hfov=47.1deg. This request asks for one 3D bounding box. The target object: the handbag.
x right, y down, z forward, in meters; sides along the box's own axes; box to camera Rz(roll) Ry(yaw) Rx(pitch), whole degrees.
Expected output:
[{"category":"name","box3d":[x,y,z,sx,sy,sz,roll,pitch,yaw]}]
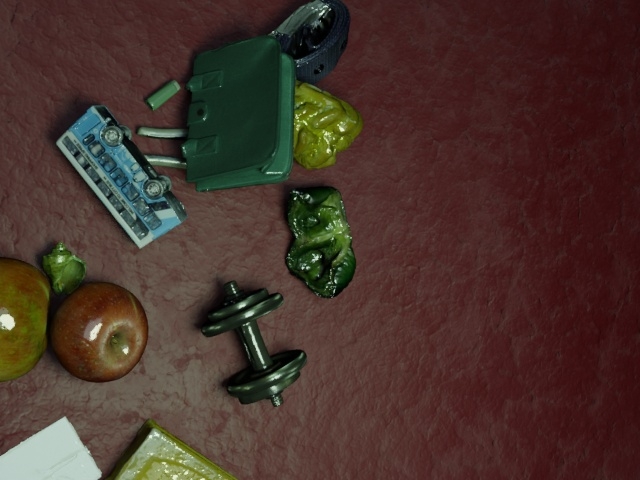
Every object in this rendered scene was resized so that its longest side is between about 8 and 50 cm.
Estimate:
[{"category":"handbag","box3d":[-0.177,-0.274,1.585,0.238,0.089,0.327,-8,68,18]}]

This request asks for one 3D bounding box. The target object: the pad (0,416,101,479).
[{"category":"pad","box3d":[-0.584,0.486,1.501,0.232,0.004,0.156,-33,97,-20]}]

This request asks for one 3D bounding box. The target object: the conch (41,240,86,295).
[{"category":"conch","box3d":[-0.529,0.059,1.522,0.089,0.074,0.121,2,108,1]}]

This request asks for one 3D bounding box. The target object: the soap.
[{"category":"soap","box3d":[-0.292,0.549,1.563,0.315,0.091,0.199,40,72,-14]}]

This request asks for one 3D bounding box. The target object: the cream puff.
[{"category":"cream puff","box3d":[-0.010,-0.253,1.683,0.221,0.194,0.195,17,78,-45]}]

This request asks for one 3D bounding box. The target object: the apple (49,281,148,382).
[{"category":"apple","box3d":[-0.452,0.183,1.493,0.201,0.162,0.201,-19,115,-46]}]

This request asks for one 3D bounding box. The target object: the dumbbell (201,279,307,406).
[{"category":"dumbbell","box3d":[-0.142,0.223,1.593,0.192,0.192,0.290,-24,94,-21]}]

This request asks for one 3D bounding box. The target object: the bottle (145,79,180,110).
[{"category":"bottle","box3d":[-0.353,-0.326,1.647,0.083,0.030,0.030,-44,101,-19]}]

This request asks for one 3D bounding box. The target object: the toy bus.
[{"category":"toy bus","box3d":[-0.414,-0.135,1.555,0.131,0.106,0.297,-37,99,6]}]

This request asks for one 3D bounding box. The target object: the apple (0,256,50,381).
[{"category":"apple","box3d":[-0.637,0.146,1.406,0.226,0.246,0.246,6,83,-17]}]

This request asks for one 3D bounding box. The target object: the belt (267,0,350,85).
[{"category":"belt","box3d":[-0.023,-0.460,1.737,0.139,0.126,0.230,35,72,15]}]

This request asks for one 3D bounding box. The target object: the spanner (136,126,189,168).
[{"category":"spanner","box3d":[-0.253,-0.204,1.670,0.324,0.040,0.096,3,85,-19]}]

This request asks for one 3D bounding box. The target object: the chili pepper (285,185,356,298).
[{"category":"chili pepper","box3d":[-0.003,0.004,1.719,0.148,0.116,0.265,-14,91,-33]}]
